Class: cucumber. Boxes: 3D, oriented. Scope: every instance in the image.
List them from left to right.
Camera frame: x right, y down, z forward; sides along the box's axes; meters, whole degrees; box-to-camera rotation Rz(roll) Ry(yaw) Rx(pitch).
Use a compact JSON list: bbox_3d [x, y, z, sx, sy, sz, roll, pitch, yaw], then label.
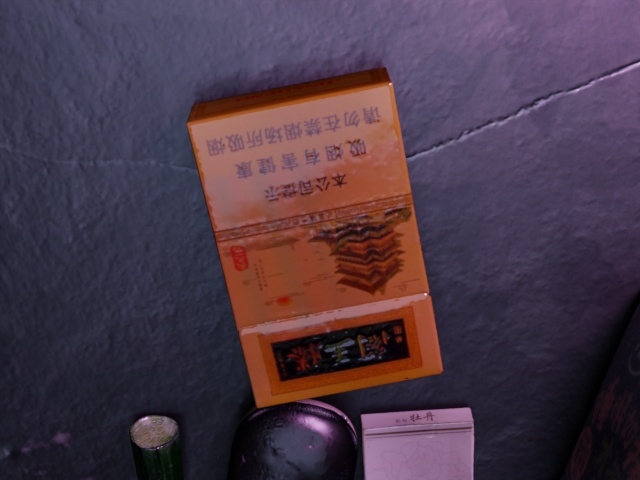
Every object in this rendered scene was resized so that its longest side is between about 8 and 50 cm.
[{"bbox_3d":[-0.153,0.224,1.064,0.048,0.048,0.105,-6,113,0],"label":"cucumber"}]

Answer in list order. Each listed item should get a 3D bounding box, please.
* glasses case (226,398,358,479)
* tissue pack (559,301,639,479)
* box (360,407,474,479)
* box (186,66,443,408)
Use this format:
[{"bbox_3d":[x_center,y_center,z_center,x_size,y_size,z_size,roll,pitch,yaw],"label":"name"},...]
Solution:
[{"bbox_3d":[-0.042,0.294,1.078,0.122,0.075,0.314,9,110,-3],"label":"glasses case"},{"bbox_3d":[0.298,0.219,0.980,0.103,0.228,0.315,16,109,-7],"label":"tissue pack"},{"bbox_3d":[0.098,0.259,1.095,0.109,0.029,0.198,-4,112,-1],"label":"box"},{"bbox_3d":[0.000,0.000,0.969,0.174,0.076,0.274,-10,111,3],"label":"box"}]
